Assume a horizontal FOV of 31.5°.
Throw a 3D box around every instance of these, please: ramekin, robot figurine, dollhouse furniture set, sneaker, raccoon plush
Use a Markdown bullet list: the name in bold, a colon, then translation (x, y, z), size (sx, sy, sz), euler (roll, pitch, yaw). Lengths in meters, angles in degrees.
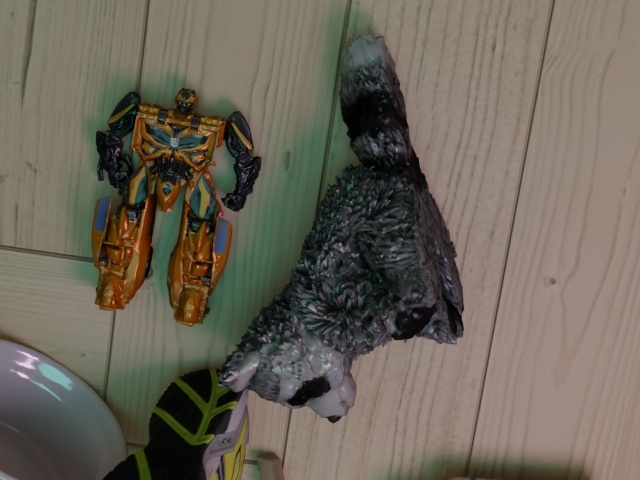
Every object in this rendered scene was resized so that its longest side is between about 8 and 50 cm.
- **ramekin**: translation (-0.393, 0.260, 1.411), size (0.277, 0.277, 0.135), euler (36, 107, -6)
- **robot figurine**: translation (-0.190, -0.046, 1.431), size (0.211, 0.085, 0.291), euler (10, 102, -2)
- **dollhouse furniture set**: translation (-0.062, 0.349, 1.553), size (0.081, 0.091, 0.114), euler (-22, 76, 45)
- **sneaker**: translation (-0.173, 0.319, 1.371), size (0.145, 0.384, 0.147), euler (3, 122, 25)
- **raccoon plush**: translation (0.000, 0.000, 1.431), size (0.299, 0.216, 0.446), euler (-15, 72, 18)

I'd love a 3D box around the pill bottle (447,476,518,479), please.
- **pill bottle**: translation (0.241, 0.387, 1.485), size (0.264, 0.146, 0.146), euler (3, 102, 1)
